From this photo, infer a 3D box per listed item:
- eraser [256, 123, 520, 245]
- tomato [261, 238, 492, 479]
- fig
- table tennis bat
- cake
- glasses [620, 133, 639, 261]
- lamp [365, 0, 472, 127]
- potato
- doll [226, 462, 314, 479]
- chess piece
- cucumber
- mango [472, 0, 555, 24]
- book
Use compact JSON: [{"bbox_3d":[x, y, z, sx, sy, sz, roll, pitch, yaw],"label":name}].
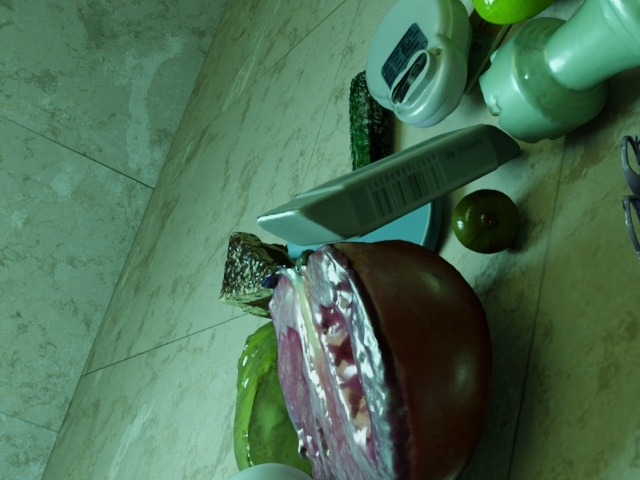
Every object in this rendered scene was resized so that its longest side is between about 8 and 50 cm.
[{"bbox_3d":[0.088,-0.063,0.920,0.352,0.061,0.089,-27,10,-39],"label":"eraser"},{"bbox_3d":[0.074,0.140,0.881,0.335,0.176,0.290,144,116,-65],"label":"tomato"},{"bbox_3d":[0.183,-0.021,0.946,0.074,0.074,0.088,-62,-5,4],"label":"fig"},{"bbox_3d":[0.057,-0.007,1.199,0.329,0.044,0.215,-12,67,55],"label":"table tennis bat"},{"bbox_3d":[-0.075,0.087,1.352,0.246,0.112,0.135,38,113,60],"label":"cake"},{"bbox_3d":[0.319,-0.051,0.731,0.104,0.062,0.140,-16,48,33],"label":"glasses"},{"bbox_3d":[0.149,-0.248,1.186,0.179,0.108,0.246,-56,28,33],"label":"lamp"},{"bbox_3d":[-0.038,0.209,1.082,0.298,0.141,0.176,-96,15,-58],"label":"potato"},{"bbox_3d":[-0.053,0.337,0.923,0.296,0.141,0.117,94,-159,-49],"label":"doll"},{"bbox_3d":[0.278,-0.198,0.804,0.299,0.194,0.195,-38,32,65],"label":"chess piece"},{"bbox_3d":[0.079,-0.165,1.345,0.067,0.067,0.293,-46,29,38],"label":"cucumber"},{"bbox_3d":[0.264,-0.399,1.076,0.185,0.149,0.273,-36,40,37],"label":"mango"},{"bbox_3d":[0.230,-0.295,1.215,0.172,0.012,0.118,-60,23,10],"label":"book"}]
